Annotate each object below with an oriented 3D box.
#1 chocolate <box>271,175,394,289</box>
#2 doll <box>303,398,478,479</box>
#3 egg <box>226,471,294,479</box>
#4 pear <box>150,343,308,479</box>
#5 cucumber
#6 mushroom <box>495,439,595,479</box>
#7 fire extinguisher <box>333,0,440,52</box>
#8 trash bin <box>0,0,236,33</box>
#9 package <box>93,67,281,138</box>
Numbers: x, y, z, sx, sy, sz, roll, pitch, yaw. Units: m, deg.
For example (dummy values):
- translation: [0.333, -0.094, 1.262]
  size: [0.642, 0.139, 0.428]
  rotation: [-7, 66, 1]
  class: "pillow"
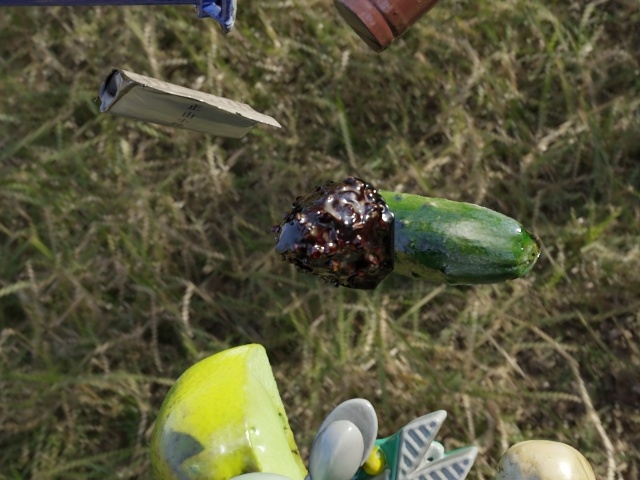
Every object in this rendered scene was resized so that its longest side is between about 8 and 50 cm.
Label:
- translation: [0.000, 0.000, 1.351]
  size: [0.156, 0.156, 0.133]
  rotation: [1, 12, 37]
  class: "chocolate"
- translation: [0.065, 0.303, 1.176]
  size: [0.195, 0.153, 0.258]
  rotation: [22, 104, 11]
  class: "doll"
- translation: [-0.084, 0.350, 1.116]
  size: [0.168, 0.168, 0.230]
  rotation: [35, 97, 48]
  class: "egg"
- translation: [-0.153, 0.351, 1.701]
  size: [0.239, 0.318, 0.342]
  rotation: [-22, 81, 8]
  class: "pear"
- translation: [0.230, -0.003, 1.956]
  size: [0.326, 0.105, 0.145]
  rotation: [12, 62, 24]
  class: "cucumber"
- translation: [0.322, 0.341, 1.534]
  size: [0.148, 0.148, 0.112]
  rotation: [-5, 71, 33]
  class: "mushroom"
- translation: [0.185, -0.424, 1.599]
  size: [0.337, 0.135, 0.114]
  rotation: [-42, -3, 1]
  class: "fire extinguisher"
- translation: [-0.180, -0.262, 0.863]
  size: [0.235, 0.162, 0.184]
  rotation: [-8, 66, -13]
  class: "trash bin"
- translation: [-0.188, -0.191, 1.488]
  size: [0.251, 0.204, 0.062]
  rotation: [6, 87, 63]
  class: "package"
